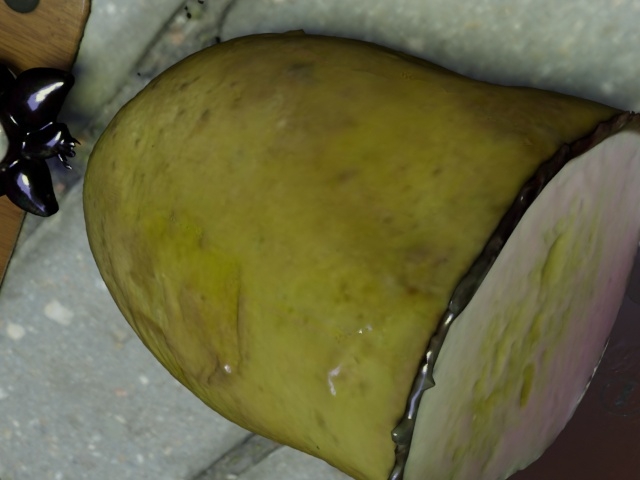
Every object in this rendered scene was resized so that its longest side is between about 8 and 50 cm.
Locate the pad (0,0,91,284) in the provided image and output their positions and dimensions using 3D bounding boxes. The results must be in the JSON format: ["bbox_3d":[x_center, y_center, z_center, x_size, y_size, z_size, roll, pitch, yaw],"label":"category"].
[{"bbox_3d":[-0.304,-0.111,0.593,0.287,0.018,0.284,26,117,-2],"label":"pad"}]

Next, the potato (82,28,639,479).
[{"bbox_3d":[0.000,0.000,0.490,0.266,0.229,0.229,25,121,28],"label":"potato"}]

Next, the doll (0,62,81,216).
[{"bbox_3d":[-0.237,-0.074,0.551,0.219,0.067,0.091,14,107,10],"label":"doll"}]

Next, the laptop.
[{"bbox_3d":[0.179,0.087,0.576,0.154,0.026,0.207,16,118,3],"label":"laptop"}]
